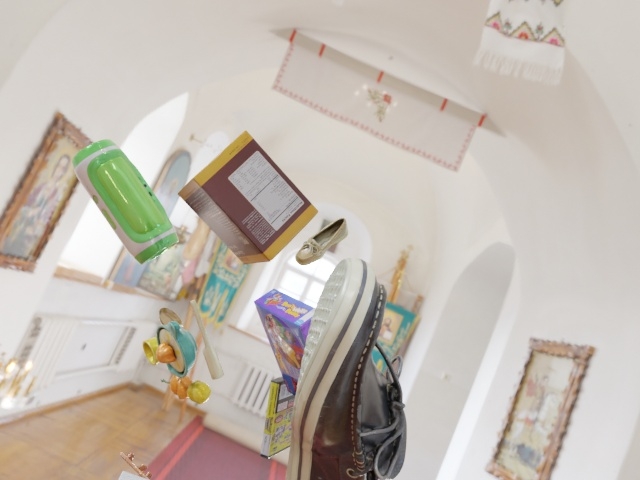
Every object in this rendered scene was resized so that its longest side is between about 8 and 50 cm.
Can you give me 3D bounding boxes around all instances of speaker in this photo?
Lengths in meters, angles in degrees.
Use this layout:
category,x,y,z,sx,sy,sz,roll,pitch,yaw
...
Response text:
category,x,y,z,sx,sy,sz,roll,pitch,yaw
speaker,-0.472,-0.093,1.390,0.297,0.131,0.131,57,-10,-3

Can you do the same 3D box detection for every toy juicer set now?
category,x,y,z,sx,sy,sz,roll,pitch,yaw
toy juicer set,-0.325,0.289,1.340,0.209,0.089,0.329,61,-38,8

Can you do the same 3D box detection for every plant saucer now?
category,x,y,z,sx,sy,sz,roll,pitch,yaw
plant saucer,-0.400,0.215,1.516,0.083,0.015,0.083,45,13,-14

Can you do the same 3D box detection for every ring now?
category,x,y,z,sx,sy,sz,roll,pitch,yaw
ring,-0.500,0.776,1.787,0.336,0.032,0.337,33,-30,21

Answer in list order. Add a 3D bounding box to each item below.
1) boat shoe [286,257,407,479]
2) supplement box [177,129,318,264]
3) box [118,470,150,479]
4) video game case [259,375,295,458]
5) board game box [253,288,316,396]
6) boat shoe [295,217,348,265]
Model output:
category,x,y,z,sx,sy,sz,roll,pitch,yaw
boat shoe,0.043,0.225,0.760,0.155,0.187,0.501,10,-51,5
supplement box,-0.140,-0.070,1.063,0.194,0.129,0.191,48,-19,-12
box,-0.503,0.684,1.509,0.101,0.101,0.087,24,37,-10
video game case,-0.096,0.565,1.909,0.035,0.249,0.274,10,3,29
board game box,-0.050,0.329,1.645,0.233,0.078,0.348,19,-47,50
boat shoe,0.002,0.001,1.353,0.056,0.153,0.048,47,-19,31
